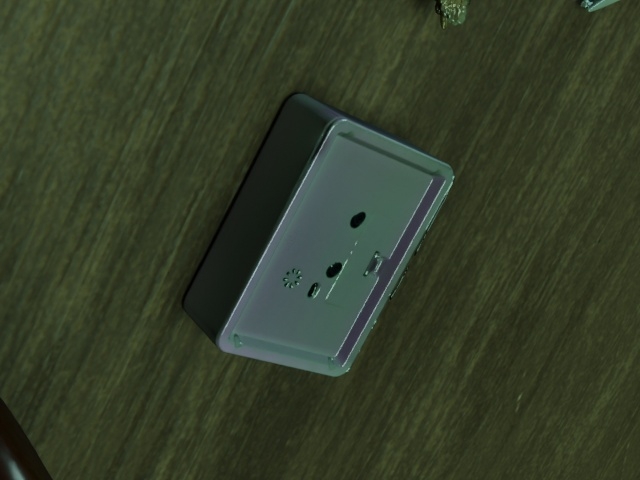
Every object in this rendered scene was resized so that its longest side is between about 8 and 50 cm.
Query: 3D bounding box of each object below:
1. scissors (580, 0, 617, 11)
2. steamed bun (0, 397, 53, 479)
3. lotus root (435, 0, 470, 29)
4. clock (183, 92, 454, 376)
[{"bbox_3d":[0.273,-0.225,1.051,0.119,0.014,0.058,-31,130,-25],"label":"scissors"},{"bbox_3d":[-0.260,0.170,0.620,0.235,0.379,0.248,-25,118,-26],"label":"steamed bun"},{"bbox_3d":[0.121,-0.229,0.895,0.072,0.063,0.152,15,103,-53],"label":"lotus root"},{"bbox_3d":[0.000,0.000,0.937,0.150,0.063,0.197,18,104,-44],"label":"clock"}]
